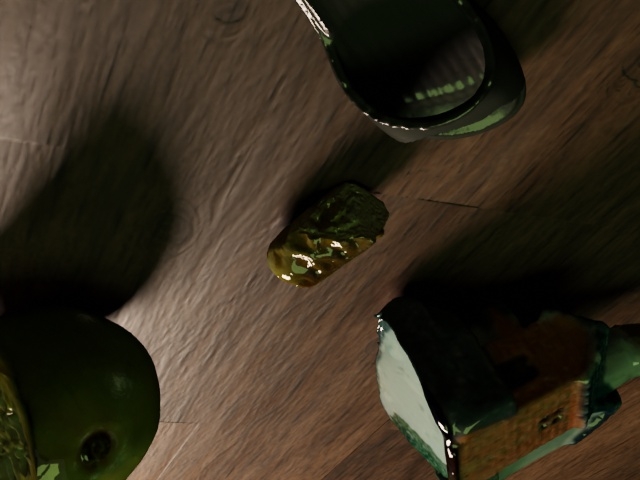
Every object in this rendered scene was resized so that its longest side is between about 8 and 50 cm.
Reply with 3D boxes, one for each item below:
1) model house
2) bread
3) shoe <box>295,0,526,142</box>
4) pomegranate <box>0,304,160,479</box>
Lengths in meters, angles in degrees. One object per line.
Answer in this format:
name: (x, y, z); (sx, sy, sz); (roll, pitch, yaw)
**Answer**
model house: (0.220, 0.137, 0.987); (0.291, 0.184, 0.253); (-21, 142, -6)
bread: (0.000, 0.000, 0.796); (0.110, 0.060, 0.066); (-35, 169, 37)
shoe: (0.058, -0.114, 0.599); (0.108, 0.093, 0.241); (-24, 143, 21)
pomegranate: (-0.243, 0.164, 0.882); (0.159, 0.190, 0.241); (-15, 156, -41)
